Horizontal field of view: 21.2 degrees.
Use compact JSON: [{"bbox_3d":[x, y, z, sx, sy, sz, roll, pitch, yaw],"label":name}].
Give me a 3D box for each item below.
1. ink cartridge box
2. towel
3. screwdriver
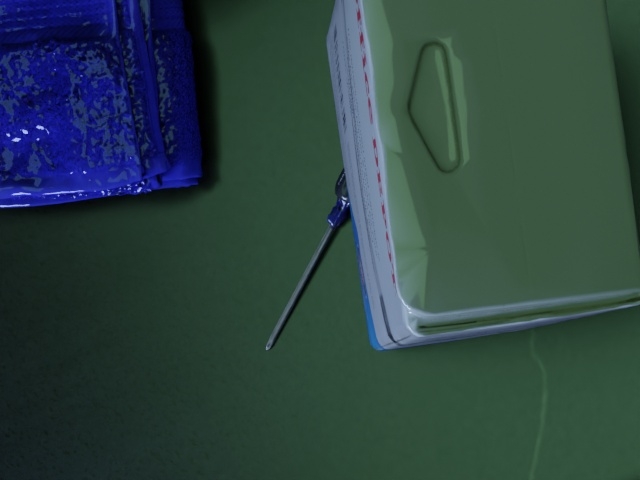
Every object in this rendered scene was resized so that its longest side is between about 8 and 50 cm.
[{"bbox_3d":[0.084,-0.055,1.000,0.129,0.307,0.223,-7,85,-3],"label":"ink cartridge box"},{"bbox_3d":[-0.207,-0.178,1.187,0.227,0.076,0.308,-5,91,8],"label":"towel"},{"bbox_3d":[0.000,0.000,1.179,0.025,0.024,0.170,42,106,42],"label":"screwdriver"}]
